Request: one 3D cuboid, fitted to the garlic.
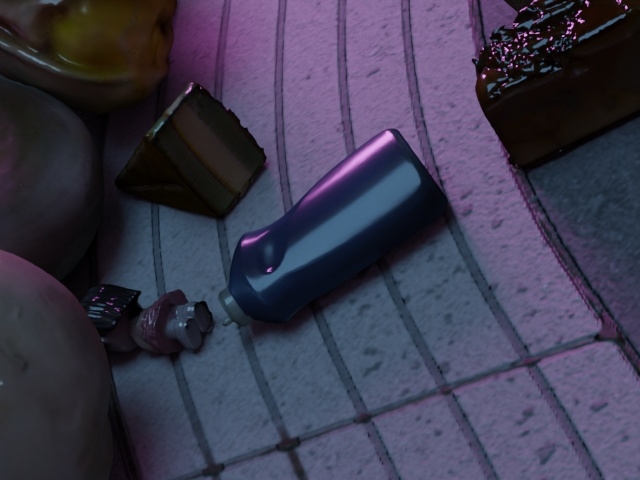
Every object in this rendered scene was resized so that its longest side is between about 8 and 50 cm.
[{"bbox_3d":[-0.330,-0.023,1.647,0.231,0.246,0.340,-13,12,25],"label":"garlic"}]

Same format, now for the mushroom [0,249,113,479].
[{"bbox_3d":[-0.329,0.150,1.486,0.314,0.314,0.336,-54,19,-19],"label":"mushroom"}]

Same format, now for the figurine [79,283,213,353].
[{"bbox_3d":[-0.151,0.061,1.580,0.129,0.054,0.072,-3,46,34],"label":"figurine"}]

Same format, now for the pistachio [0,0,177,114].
[{"bbox_3d":[-0.250,-0.239,1.811,0.230,0.230,0.309,-44,36,-7],"label":"pistachio"}]

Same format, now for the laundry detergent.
[{"bbox_3d":[0.000,0.001,1.513,0.206,0.061,0.097,-37,46,3],"label":"laundry detergent"}]

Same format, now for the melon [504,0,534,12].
[{"bbox_3d":[0.209,-0.244,1.530,0.192,0.139,0.139,-17,42,33],"label":"melon"}]

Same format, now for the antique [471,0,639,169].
[{"bbox_3d":[0.261,-0.170,1.448,0.310,0.093,0.087,-27,39,16],"label":"antique"}]

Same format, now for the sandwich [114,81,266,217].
[{"bbox_3d":[-0.144,-0.093,1.680,0.163,0.113,0.079,17,64,48],"label":"sandwich"}]
